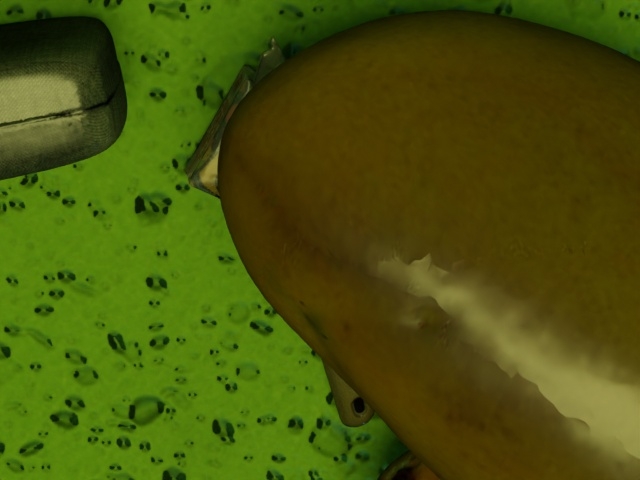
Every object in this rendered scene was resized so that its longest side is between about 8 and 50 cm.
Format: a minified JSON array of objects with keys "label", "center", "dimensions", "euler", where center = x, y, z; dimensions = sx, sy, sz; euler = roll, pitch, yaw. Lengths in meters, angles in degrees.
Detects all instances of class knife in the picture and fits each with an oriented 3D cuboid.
[{"label":"knife","center":[-0.001,-0.001,1.260],"dimensions":[0.047,0.017,0.298],"euler":[-22,121,-9]}]

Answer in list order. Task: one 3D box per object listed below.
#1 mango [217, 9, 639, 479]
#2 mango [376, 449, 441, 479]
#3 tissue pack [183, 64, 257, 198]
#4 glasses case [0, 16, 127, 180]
[{"label":"mango","center":[0.144,0.027,1.166],"dimensions":[0.445,0.232,0.300],"euler":[29,66,-7]},{"label":"mango","center":[0.159,0.214,1.322],"dimensions":[0.295,0.120,0.177],"euler":[20,111,-29]},{"label":"tissue pack","center":[-0.042,-0.062,1.243],"dimensions":[0.063,0.035,0.083],"euler":[24,109,-16]},{"label":"glasses case","center":[-0.280,-0.070,1.170],"dimensions":[0.323,0.131,0.074],"euler":[-10,109,0]}]
